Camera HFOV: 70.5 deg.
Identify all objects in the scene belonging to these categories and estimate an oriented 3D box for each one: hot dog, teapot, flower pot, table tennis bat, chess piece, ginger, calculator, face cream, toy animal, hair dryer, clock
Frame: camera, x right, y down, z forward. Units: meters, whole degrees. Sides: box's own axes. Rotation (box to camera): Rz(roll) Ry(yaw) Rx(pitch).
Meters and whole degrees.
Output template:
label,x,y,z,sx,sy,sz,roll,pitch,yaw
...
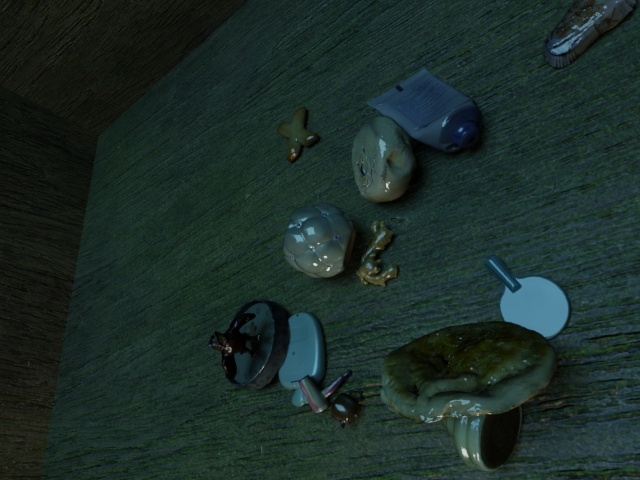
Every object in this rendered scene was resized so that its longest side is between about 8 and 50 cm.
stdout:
label,x,y,z,sx,sy,sz,roll,pitch,yaw
hot dog,0.710,-0.580,1.214,0.252,0.069,0.131,-45,57,19
teapot,0.080,0.469,1.265,0.068,0.076,0.121,20,54,34
flower pot,0.000,0.000,1.430,0.195,0.246,0.246,16,80,11
table tennis bat,0.486,0.129,1.098,0.153,0.040,0.244,-44,53,15
chess piece,0.287,0.386,1.062,0.299,0.194,0.194,5,74,51
ginger,0.169,0.044,1.392,0.176,0.052,0.193,-43,50,10
calculator,-0.064,0.372,1.445,0.184,0.042,0.295,-21,58,32
face cream,0.339,-0.409,1.404,0.235,0.137,0.420,-33,46,-1
toy animal,-0.284,0.324,1.432,0.116,0.179,0.218,7,77,51
hair dryer,0.023,0.426,1.338,0.154,0.054,0.106,-30,83,2
clock,-0.232,0.352,1.556,0.312,0.061,0.312,-27,51,39

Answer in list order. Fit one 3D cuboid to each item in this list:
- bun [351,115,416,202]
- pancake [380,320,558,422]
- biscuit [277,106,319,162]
label,x,y,z,sx,sy,sz,roll,pitch,yaw
bun,0.197,-0.246,1.412,0.273,0.168,0.273,174,90,-71
pancake,0.306,0.262,0.971,0.387,0.387,0.082,-14,97,35
biscuit,-0.098,-0.435,1.840,0.164,0.047,0.208,-37,51,23
